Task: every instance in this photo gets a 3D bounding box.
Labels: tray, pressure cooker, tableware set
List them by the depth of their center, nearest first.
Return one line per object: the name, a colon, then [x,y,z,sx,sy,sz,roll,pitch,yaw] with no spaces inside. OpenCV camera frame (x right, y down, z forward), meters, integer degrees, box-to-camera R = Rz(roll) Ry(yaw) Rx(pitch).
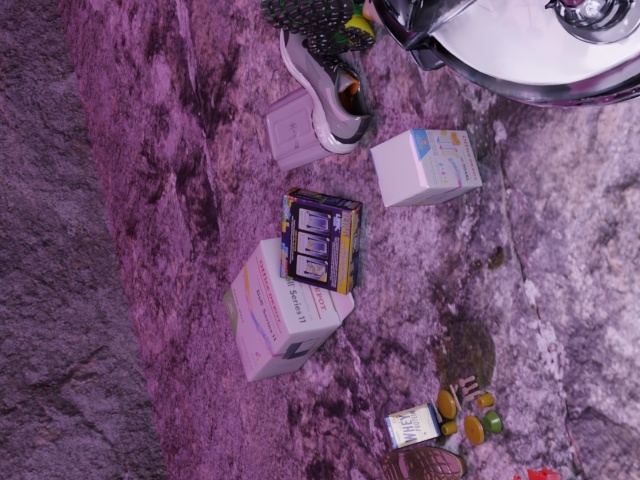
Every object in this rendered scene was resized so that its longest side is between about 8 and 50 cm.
pressure cooker: [0.254,-0.299,0.874,0.376,0.420,0.369,26,119,38]
tableware set: [0.231,0.273,1.652,0.154,0.024,0.104,-45,62,58]
tray: [-0.043,-0.218,2.017,0.270,0.030,0.145,-12,89,64]

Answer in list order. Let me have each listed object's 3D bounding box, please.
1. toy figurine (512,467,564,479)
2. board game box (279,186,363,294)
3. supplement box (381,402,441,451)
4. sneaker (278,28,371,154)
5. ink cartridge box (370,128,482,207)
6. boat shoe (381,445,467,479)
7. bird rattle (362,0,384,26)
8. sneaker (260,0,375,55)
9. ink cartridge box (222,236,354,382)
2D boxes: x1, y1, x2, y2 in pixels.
toy figurine: [0.340,0.491,1.337,0.217,0.191,0.362,-2,98,59]
board game box: [0.000,0.000,1.907,0.141,0.048,0.170,14,117,20]
supplement box: [0.148,0.308,1.729,0.083,0.083,0.056,83,170,-76]
sneaker: [0.016,-0.287,1.815,0.108,0.100,0.271,-42,67,49]
ink cartridge box: [0.161,-0.106,1.537,0.090,0.143,0.092,-25,76,45]
boat shoe: [0.180,0.370,1.747,0.178,0.060,0.064,-14,83,51]
bird rattle: [0.137,-0.397,1.477,0.253,0.143,0.206,21,103,49]
sneaker: [-0.011,-0.394,1.624,0.343,0.134,0.146,19,-118,-76]
ink cartridge box: [-0.072,0.123,2.092,0.353,0.119,0.207,-53,52,56]
